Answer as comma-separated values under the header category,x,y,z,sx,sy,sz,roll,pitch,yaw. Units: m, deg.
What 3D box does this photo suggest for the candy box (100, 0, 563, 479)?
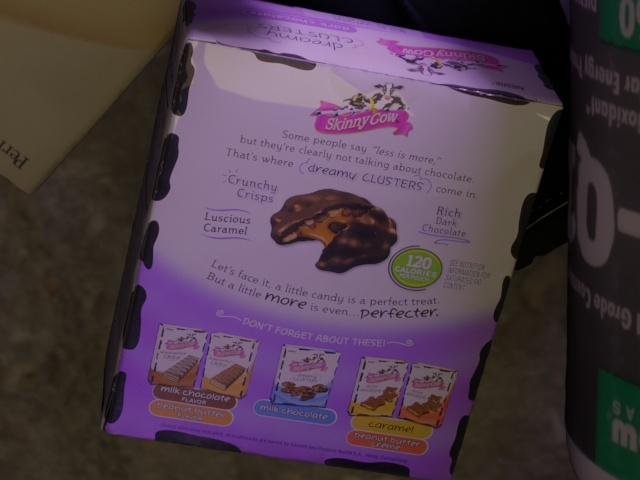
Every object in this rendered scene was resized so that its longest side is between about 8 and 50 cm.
category,x,y,z,sx,sy,sz,roll,pitch,yaw
candy box,0.000,0.000,0.837,0.165,0.070,0.196,10,115,-10

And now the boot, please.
category,x,y,z,sx,sy,sz,roll,pitch,yaw
boot,0.019,-0.060,0.903,0.246,0.094,0.207,-33,113,13

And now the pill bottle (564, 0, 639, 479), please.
category,x,y,z,sx,sy,sz,roll,pitch,yaw
pill bottle,0.209,0.019,0.817,0.204,0.204,0.361,-1,108,5

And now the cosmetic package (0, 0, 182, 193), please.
category,x,y,z,sx,sy,sz,roll,pitch,yaw
cosmetic package,-0.090,-0.190,0.839,0.160,0.113,0.309,37,113,-14
